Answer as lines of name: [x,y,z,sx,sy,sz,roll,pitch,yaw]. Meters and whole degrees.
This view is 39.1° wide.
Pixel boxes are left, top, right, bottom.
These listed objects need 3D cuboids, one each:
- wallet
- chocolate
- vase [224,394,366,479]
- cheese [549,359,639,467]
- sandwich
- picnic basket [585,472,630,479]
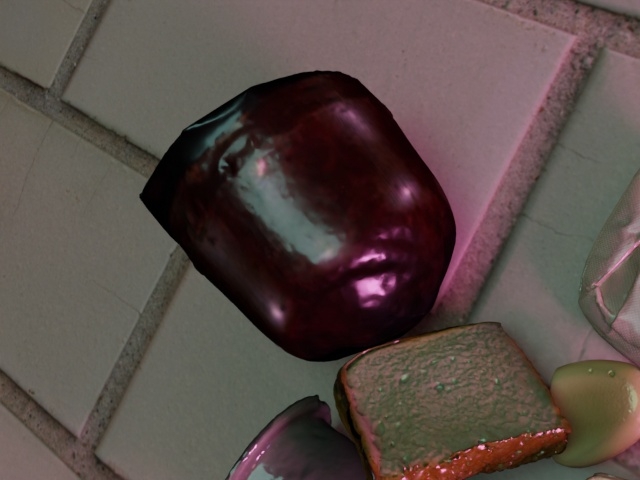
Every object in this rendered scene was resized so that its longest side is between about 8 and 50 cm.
wallet: [0.470,0.048,1.089,0.335,0.068,0.275,40,106,28]
chocolate: [0.000,0.000,1.243,0.383,0.383,0.331,-37,70,17]
vase: [0.034,0.383,1.173,0.291,0.245,0.245,33,94,28]
cheese: [0.377,0.184,1.086,0.255,0.050,0.127,-33,59,37]
sandwich: [0.152,0.214,1.136,0.251,0.087,0.226,-14,40,-10]
picnic basket: [0.354,0.422,0.949,0.228,0.175,0.313,13,64,33]
